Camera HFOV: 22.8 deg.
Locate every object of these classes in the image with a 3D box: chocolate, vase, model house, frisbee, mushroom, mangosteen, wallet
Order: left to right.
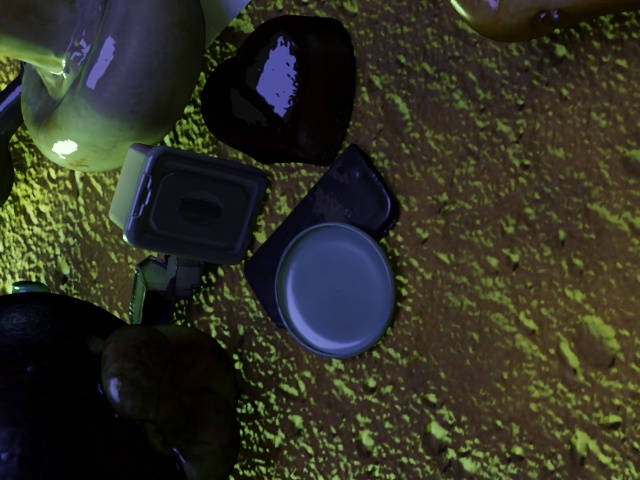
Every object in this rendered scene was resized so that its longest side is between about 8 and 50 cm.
[{"bbox_3d":[-0.325,-0.105,1.547,0.183,0.120,0.120,-44,56,11],"label":"vase"},{"bbox_3d":[-0.210,0.169,1.298,0.288,0.288,0.288,-7,79,40],"label":"mangosteen"},{"bbox_3d":[-0.213,-0.169,1.374,0.207,0.215,0.207,-27,54,46],"label":"mushroom"},{"bbox_3d":[-0.136,0.041,1.397,0.058,0.057,0.083,-118,34,-59],"label":"model house"},{"bbox_3d":[-0.042,-0.115,1.315,0.149,0.080,0.125,-36,61,30],"label":"chocolate"},{"bbox_3d":[0.000,0.000,1.301,0.156,0.018,0.082,-47,57,25],"label":"wallet"},{"bbox_3d":[0.012,0.040,1.270,0.110,0.014,0.110,2,94,29],"label":"frisbee"}]

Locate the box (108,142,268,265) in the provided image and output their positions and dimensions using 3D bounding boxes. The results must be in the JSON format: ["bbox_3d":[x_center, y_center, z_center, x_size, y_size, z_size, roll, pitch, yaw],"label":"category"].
[{"bbox_3d":[-0.115,-0.034,1.344,0.062,0.122,0.089,28,103,53],"label":"box"}]

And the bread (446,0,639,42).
[{"bbox_3d":[0.194,-0.316,1.077,0.337,0.148,0.328,-20,93,39],"label":"bread"}]

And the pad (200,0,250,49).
[{"bbox_3d":[-0.107,-0.300,1.449,0.156,0.004,0.232,-43,58,29],"label":"pad"}]

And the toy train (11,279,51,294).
[{"bbox_3d":[-0.305,0.157,1.504,0.159,0.101,0.248,8,88,57],"label":"toy train"}]
